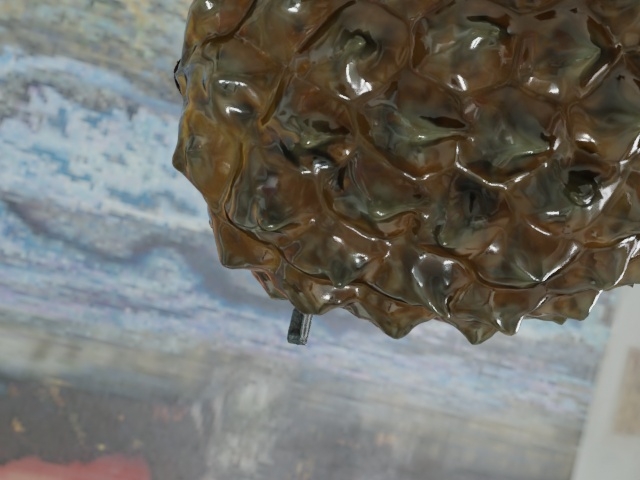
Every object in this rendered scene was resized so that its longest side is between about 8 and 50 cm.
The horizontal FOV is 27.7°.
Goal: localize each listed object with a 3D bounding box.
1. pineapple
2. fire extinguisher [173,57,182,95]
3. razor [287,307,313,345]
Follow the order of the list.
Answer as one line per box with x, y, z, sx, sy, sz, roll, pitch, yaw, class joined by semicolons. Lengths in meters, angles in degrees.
0.057;-0.048;0.413;0.193;0.166;0.166;4;175;17;pineapple
-0.056;-0.133;0.876;0.056;0.039;0.132;14;-148;13;fire extinguisher
0.001;0.002;1.150;0.066;0.190;0.033;7;162;17;razor
